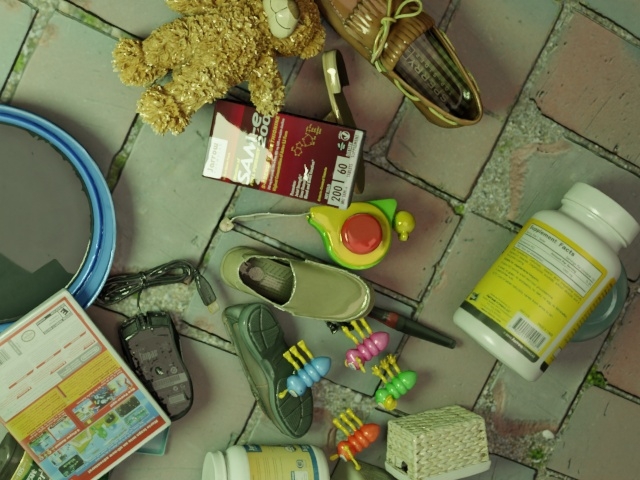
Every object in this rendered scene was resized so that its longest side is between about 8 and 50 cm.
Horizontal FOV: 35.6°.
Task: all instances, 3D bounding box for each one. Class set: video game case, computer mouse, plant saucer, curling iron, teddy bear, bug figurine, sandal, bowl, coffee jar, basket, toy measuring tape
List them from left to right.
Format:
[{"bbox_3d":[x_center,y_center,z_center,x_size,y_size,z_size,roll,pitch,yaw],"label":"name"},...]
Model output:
[{"bbox_3d":[-0.511,-0.018,1.521,0.391,0.077,0.391,-4,104,-16],"label":"bowl"},{"bbox_3d":[-0.449,0.385,1.634,0.184,0.079,0.096,26,106,-20],"label":"coffee jar"},{"bbox_3d":[-0.397,0.243,1.562,0.204,0.025,0.285,-36,110,-8],"label":"video game case"},{"bbox_3d":[-0.353,0.320,1.683,0.192,0.018,0.067,11,100,-18],"label":"plant saucer"},{"bbox_3d":[-0.247,0.159,1.657,0.184,0.060,0.262,-22,97,-6],"label":"computer mouse"},{"bbox_3d":[-0.150,-0.296,1.521,0.338,0.113,0.245,-13,73,-8],"label":"teddy bear"},{"bbox_3d":[0.000,0.000,1.665,0.330,0.121,0.121,-6,105,-8],"label":"toy measuring tape"},{"bbox_3d":[0.014,-0.191,1.653,0.079,0.088,0.240,-7,102,18],"label":"sandal"},{"bbox_3d":[0.059,0.262,1.736,0.216,0.072,0.279,-41,124,-9],"label":"bug figurine"},{"bbox_3d":[0.123,0.153,1.780,0.274,0.035,0.068,15,115,-23],"label":"curling iron"},{"bbox_3d":[0.212,0.371,1.810,0.167,0.113,0.103,-7,99,-25],"label":"basket"},{"bbox_3d":[0.505,0.105,1.883,0.195,0.037,0.195,-4,105,-16],"label":"plant saucer"}]

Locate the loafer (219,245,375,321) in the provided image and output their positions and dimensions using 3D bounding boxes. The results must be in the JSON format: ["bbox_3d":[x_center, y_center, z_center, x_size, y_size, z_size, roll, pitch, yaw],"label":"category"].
[{"bbox_3d":[-0.037,0.080,1.657,0.268,0.092,0.102,13,95,-7],"label":"loafer"}]

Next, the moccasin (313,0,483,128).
[{"bbox_3d":[0.124,-0.323,1.602,0.139,0.147,0.380,-41,111,-4],"label":"moccasin"}]

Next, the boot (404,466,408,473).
[{"bbox_3d":[0.201,0.471,1.836,0.037,0.114,0.106,-39,111,-6],"label":"boot"}]

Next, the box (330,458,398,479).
[{"bbox_3d":[0.118,0.506,1.714,0.148,0.311,0.121,23,95,-20],"label":"box"}]

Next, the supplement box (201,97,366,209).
[{"bbox_3d":[-0.057,-0.139,1.586,0.239,0.073,0.130,13,100,6],"label":"supplement box"}]

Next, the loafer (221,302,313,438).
[{"bbox_3d":[-0.090,0.220,1.719,0.096,0.084,0.267,-39,119,-38],"label":"loafer"}]

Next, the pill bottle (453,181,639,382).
[{"bbox_3d":[0.405,0.068,1.762,0.188,0.188,0.334,39,90,-21],"label":"pill bottle"}]

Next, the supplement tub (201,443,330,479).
[{"bbox_3d":[-0.096,0.425,1.719,0.199,0.144,0.144,4,102,-18],"label":"supplement tub"}]
